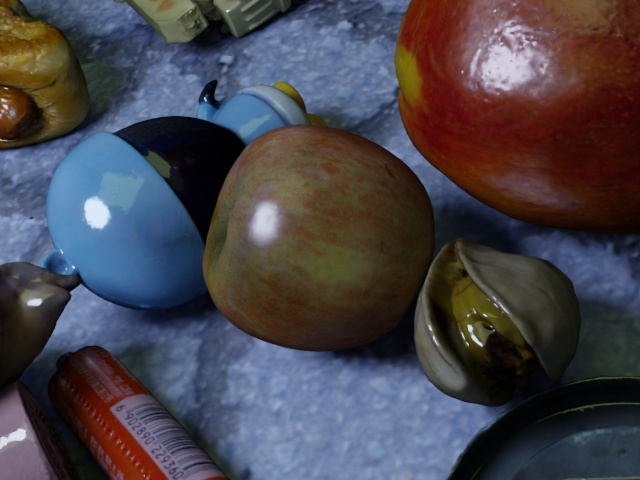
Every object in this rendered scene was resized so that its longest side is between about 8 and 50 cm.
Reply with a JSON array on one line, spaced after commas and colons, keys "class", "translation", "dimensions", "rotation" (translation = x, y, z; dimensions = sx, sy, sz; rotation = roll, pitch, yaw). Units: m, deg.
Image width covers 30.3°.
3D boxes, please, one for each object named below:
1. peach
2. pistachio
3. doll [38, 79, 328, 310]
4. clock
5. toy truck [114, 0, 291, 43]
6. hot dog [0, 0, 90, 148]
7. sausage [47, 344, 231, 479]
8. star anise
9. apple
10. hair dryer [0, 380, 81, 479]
[{"class": "peach", "translation": [0.234, -0.141, 0.978], "dimensions": [0.332, 0.308, 0.308], "rotation": [21, 56, 25]}, {"class": "pistachio", "translation": [0.130, 0.059, 0.896], "dimensions": [0.129, 0.206, 0.131], "rotation": [-35, 85, 10]}, {"class": "doll", "translation": [-0.126, -0.042, 1.089], "dimensions": [0.314, 0.141, 0.177], "rotation": [-33, 77, -31]}, {"class": "clock", "translation": [0.212, 0.220, 0.803], "dimensions": [0.280, 0.055, 0.280], "rotation": [-8, 47, 9]}, {"class": "toy truck", "translation": [-0.172, -0.392, 1.404], "dimensions": [0.254, 0.181, 0.405], "rotation": [-39, 52, -11]}, {"class": "hot dog", "translation": [-0.380, -0.192, 1.290], "dimensions": [0.153, 0.150, 0.256], "rotation": [-38, 57, -24]}, {"class": "sausage", "translation": [-0.145, 0.165, 0.944], "dimensions": [0.074, 0.074, 0.274], "rotation": [-36, 49, -18]}, {"class": "star anise", "translation": [-0.345, 0.103, 0.928], "dimensions": [0.315, 0.315, 0.108], "rotation": [-20, 85, -3]}, {"class": "apple", "translation": [0.000, 0.000, 0.973], "dimensions": [0.174, 0.188, 0.188], "rotation": [16, 47, -12]}, {"class": "hair dryer", "translation": [-0.248, 0.286, 0.839], "dimensions": [0.210, 0.125, 0.352], "rotation": [-27, 53, -8]}]
